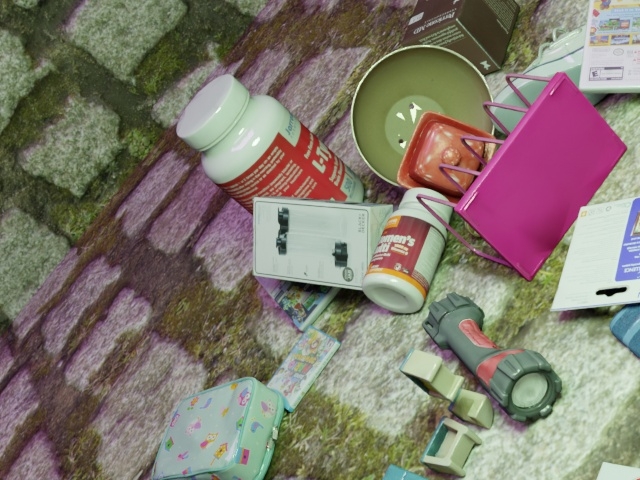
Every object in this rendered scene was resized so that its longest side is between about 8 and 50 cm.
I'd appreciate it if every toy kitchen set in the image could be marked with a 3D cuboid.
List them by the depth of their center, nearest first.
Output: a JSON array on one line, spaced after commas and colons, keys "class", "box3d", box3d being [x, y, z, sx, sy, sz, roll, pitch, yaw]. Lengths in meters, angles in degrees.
[{"class": "toy kitchen set", "box3d": [0.143, 0.295, 1.490, 0.122, 0.166, 0.207, 5, 59, 55]}]

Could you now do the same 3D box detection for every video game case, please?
[{"class": "video game case", "box3d": [0.571, -0.353, 1.665, 0.226, 0.026, 0.206, 3, 76, 28]}, {"class": "video game case", "box3d": [-0.039, 0.255, 1.940, 0.166, 0.015, 0.119, -54, 30, -8]}, {"class": "video game case", "box3d": [-0.026, 0.060, 2.043, 0.201, 0.023, 0.183, -51, 55, 11]}]

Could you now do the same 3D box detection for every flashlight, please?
[{"class": "flashlight", "box3d": [0.269, 0.171, 1.543, 0.304, 0.103, 0.103, -125, 52, -64]}]

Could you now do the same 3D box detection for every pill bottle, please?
[{"class": "pill bottle", "box3d": [0.169, 0.017, 1.827, 0.121, 0.121, 0.221, -11, 47, 48]}, {"class": "pill bottle", "box3d": [-0.112, -0.170, 2.133, 0.229, 0.407, 0.229, -33, 33, 26]}]

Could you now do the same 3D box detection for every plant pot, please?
[{"class": "plant pot", "box3d": [0.203, -0.240, 1.980, 0.284, 0.284, 0.191, -48, -1, 1]}]

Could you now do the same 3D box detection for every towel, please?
[{"class": "towel", "box3d": [0.465, 0.132, 1.384, 0.067, 0.029, 0.119, -47, 29, 6]}]

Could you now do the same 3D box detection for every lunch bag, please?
[{"class": "lunch bag", "box3d": [-0.195, 0.387, 1.903, 0.279, 0.108, 0.224, -21, 38, 40]}]

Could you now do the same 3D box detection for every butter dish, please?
[{"class": "butter dish", "box3d": [0.242, -0.155, 1.826, 0.118, 0.160, 0.160, -10, -58, -88]}]

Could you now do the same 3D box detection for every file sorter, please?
[{"class": "file sorter", "box3d": [0.338, -0.121, 1.679, 0.291, 0.202, 0.182, -53, 28, -6]}]

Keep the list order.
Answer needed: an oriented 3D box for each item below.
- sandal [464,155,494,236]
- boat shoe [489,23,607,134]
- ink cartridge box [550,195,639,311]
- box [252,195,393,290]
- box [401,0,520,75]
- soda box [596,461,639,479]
[{"class": "sandal", "box3d": [0.315, -0.086, 1.819, 0.180, 0.072, 0.049, -62, 10, -14]}, {"class": "boat shoe", "box3d": [0.473, -0.341, 1.819, 0.367, 0.136, 0.156, -34, 33, 20]}, {"class": "ink cartridge box", "box3d": [0.470, 0.024, 1.486, 0.206, 0.045, 0.208, -11, 45, 48]}, {"class": "box", "box3d": [0.000, 0.000, 1.945, 0.289, 0.087, 0.169, 5, 99, 35]}, {"class": "box", "box3d": [0.316, -0.482, 2.164, 0.168, 0.167, 0.203, -15, 44, 45]}, {"class": "soda box", "box3d": [0.432, 0.328, 1.159, 0.216, 0.069, 0.074, -2, 53, 52]}]
